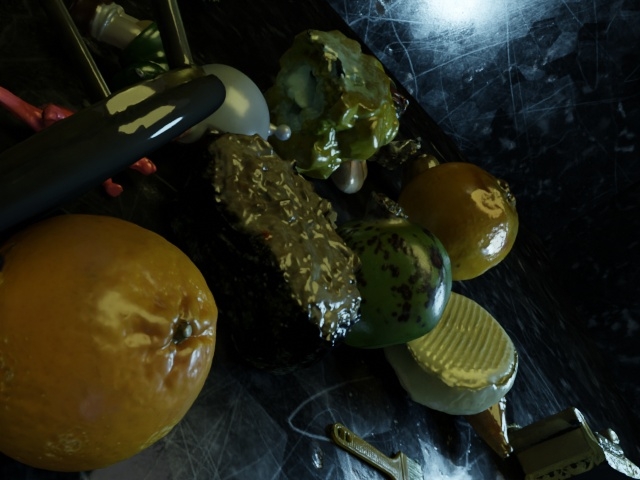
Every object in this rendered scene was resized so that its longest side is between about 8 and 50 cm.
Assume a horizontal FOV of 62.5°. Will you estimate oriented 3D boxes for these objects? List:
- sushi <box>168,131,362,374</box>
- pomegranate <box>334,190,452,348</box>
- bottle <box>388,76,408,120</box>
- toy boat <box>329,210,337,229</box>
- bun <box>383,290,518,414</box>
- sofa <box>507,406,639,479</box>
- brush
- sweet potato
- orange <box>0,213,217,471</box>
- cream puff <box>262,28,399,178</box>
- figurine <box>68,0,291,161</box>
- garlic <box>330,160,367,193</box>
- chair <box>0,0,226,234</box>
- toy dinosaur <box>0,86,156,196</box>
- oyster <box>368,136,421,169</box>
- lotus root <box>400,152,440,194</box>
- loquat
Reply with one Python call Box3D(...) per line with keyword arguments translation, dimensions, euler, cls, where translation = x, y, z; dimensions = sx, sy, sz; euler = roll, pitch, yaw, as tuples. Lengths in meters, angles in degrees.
Box3D(translation=(-0.072, 0.015, 0.766), dimensions=(0.211, 0.171, 0.350), euler=(6, 51, -55), cls="sushi")
Box3D(translation=(0.103, 0.054, 0.897), dimensions=(0.254, 0.254, 0.270), euler=(-42, 138, -64), cls="pomegranate")
Box3D(translation=(0.250, -0.519, 2.004), dimensions=(0.143, 0.156, 0.271), euler=(58, 15, -34), cls="bottle")
Box3D(translation=(0.000, 0.000, 1.039), dimensions=(0.077, 0.057, 0.200), euler=(53, 25, -13), cls="toy boat")
Box3D(translation=(0.237, 0.218, 1.034), dimensions=(0.287, 0.146, 0.287), euler=(13, 36, -9), cls="bun")
Box3D(translation=(0.574, 0.476, 1.225), dimensions=(0.258, 0.200, 0.182), euler=(31, 35, -35), cls="sofa")
Box3D(translation=(0.093, 0.340, 0.812), dimensions=(0.218, 0.010, 0.082), euler=(39, 29, -24), cls="brush")
Box3D(translation=(0.332, 0.302, 1.132), dimensions=(0.131, 0.131, 0.336), euler=(30, 34, -39), cls="sweet potato")
Box3D(translation=(-0.196, 0.082, 0.463), dimensions=(0.219, 0.193, 0.219), euler=(59, 11, -19), cls="orange")
Box3D(translation=(0.021, -0.288, 1.186), dimensions=(0.274, 0.270, 0.323), euler=(3, 61, -36), cls="cream puff")
Box3D(translation=(-0.226, -0.246, 0.857), dimensions=(0.370, 0.167, 0.281), euler=(37, 15, -19), cls="figurine")
Box3D(translation=(0.076, -0.187, 1.364), dimensions=(0.124, 0.099, 0.174), euler=(66, 24, -6), cls="garlic")
Box3D(translation=(-0.302, -0.218, 0.418), dimensions=(0.362, 0.365, 0.410), euler=(-42, 110, -34), cls="chair")
Box3D(translation=(-0.343, -0.157, 0.674), dimensions=(0.286, 0.070, 0.139), euler=(25, 26, -39), cls="toy dinosaur")
Box3D(translation=(0.177, -0.279, 1.593), dimensions=(0.238, 0.114, 0.351), euler=(16, 6, 10), cls="oyster")
Box3D(translation=(0.313, -0.138, 1.613), dimensions=(0.145, 0.129, 0.260), euler=(-98, -179, -76), cls="lotus root")
Box3D(translation=(0.358, -0.051, 1.405), dimensions=(0.328, 0.328, 0.328), euler=(39, 29, -26), cls="loquat")
